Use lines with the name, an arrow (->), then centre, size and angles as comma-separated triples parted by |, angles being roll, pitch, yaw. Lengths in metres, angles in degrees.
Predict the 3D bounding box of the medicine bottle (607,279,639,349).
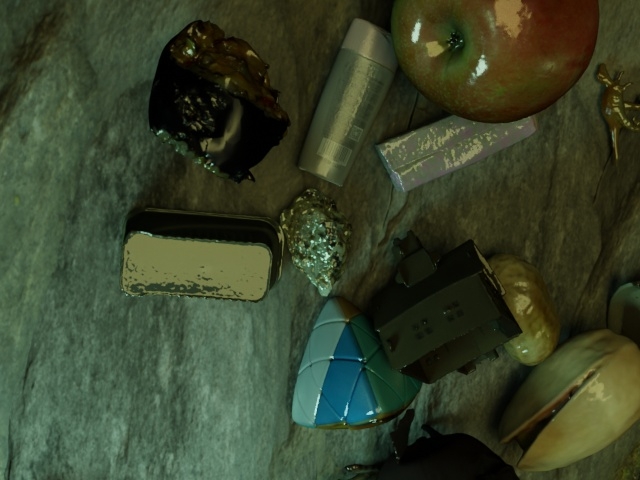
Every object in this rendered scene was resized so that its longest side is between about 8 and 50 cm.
medicine bottle -> 0.793, 0.162, 1.385 | 0.406, 0.236, 0.236 | -8, 103, -10

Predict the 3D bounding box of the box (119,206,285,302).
box -> -0.188, 0.031, 1.161 | 0.274, 0.178, 0.138 | 4, 100, -10

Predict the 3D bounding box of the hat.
hat -> 0.165, 0.437, 1.296 | 0.238, 0.209, 0.336 | 15, 124, -46

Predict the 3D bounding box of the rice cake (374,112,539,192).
rice cake -> 0.246, -0.183, 1.290 | 0.298, 0.050, 0.106 | -25, 104, -7

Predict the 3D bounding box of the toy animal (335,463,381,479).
toy animal -> 0.075, 0.547, 1.373 | 0.170, 0.090, 0.255 | -31, 116, -25

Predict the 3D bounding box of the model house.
model house -> 0.205, 0.099, 1.267 | 0.211, 0.243, 0.204 | -32, 147, 14

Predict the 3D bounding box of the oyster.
oyster -> 0.000, 0.000, 1.266 | 0.125, 0.064, 0.177 | -33, 104, -1

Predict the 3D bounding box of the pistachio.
pistachio -> 0.472, 0.305, 1.355 | 0.318, 0.193, 0.214 | -45, 149, 5

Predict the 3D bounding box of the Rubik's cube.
Rubik's cube -> 0.086, 0.209, 1.289 | 0.254, 0.254, 0.254 | -2, 101, -12

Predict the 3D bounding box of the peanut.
peanut -> 0.367, 0.130, 1.339 | 0.129, 0.129, 0.224 | -34, 103, -5

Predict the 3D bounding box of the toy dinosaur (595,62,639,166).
toy dinosaur -> 0.544, -0.236, 1.359 | 0.126, 0.039, 0.162 | 25, 100, -6

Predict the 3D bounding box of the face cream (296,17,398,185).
face cream -> 0.051, -0.230, 1.224 | 0.107, 0.073, 0.269 | 20, 96, -24

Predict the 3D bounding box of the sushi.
sushi -> -0.152, -0.212, 1.120 | 0.213, 0.200, 0.204 | 32, 93, 6

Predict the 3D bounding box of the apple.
apple -> 0.259, -0.333, 1.117 | 0.277, 0.319, 0.319 | -27, 106, -26
